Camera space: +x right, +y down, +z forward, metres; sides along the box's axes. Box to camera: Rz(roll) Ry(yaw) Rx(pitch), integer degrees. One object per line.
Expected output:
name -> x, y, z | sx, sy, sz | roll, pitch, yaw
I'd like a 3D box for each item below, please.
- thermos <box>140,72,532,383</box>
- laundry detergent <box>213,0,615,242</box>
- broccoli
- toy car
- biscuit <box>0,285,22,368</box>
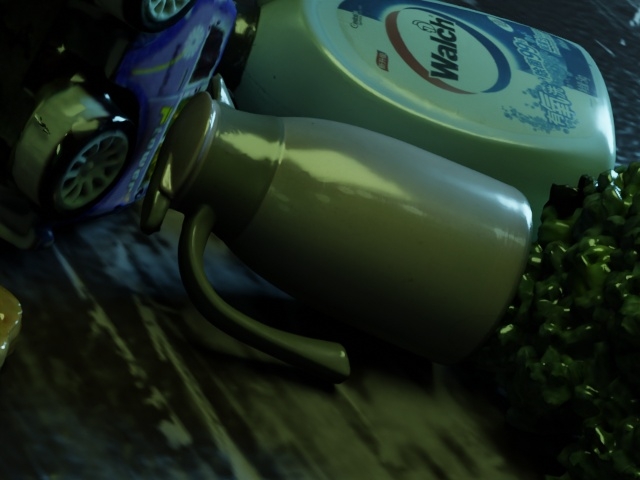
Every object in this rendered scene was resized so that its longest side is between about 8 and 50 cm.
thermos -> 0.000, 0.000, 0.973 | 0.193, 0.105, 0.137 | 23, 71, -21
laundry detergent -> 0.036, -0.101, 1.168 | 0.280, 0.105, 0.215 | 17, 31, -10
broccoli -> 0.232, 0.078, 0.983 | 0.245, 0.248, 0.288 | 48, 0, -40
toy car -> -0.129, -0.127, 0.976 | 0.172, 0.235, 0.158 | 38, 21, 21
biscuit -> -0.242, -0.011, 0.893 | 0.144, 0.040, 0.236 | 3, 36, -41
